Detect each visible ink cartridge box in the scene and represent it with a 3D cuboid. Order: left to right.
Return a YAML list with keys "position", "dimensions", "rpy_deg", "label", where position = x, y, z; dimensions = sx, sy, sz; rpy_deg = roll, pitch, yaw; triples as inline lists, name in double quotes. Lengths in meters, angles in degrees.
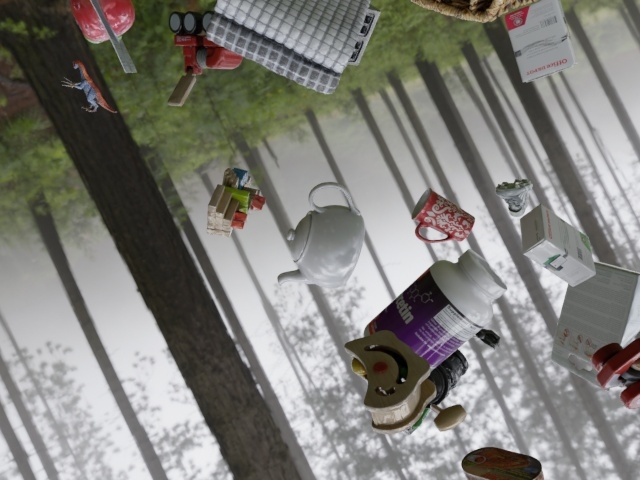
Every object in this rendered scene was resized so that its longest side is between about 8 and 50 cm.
- position: [0.470, -0.426, 1.309]
  dimensions: [0.109, 0.150, 0.063]
  rpy_deg: [-14, -171, 32]
  label: "ink cartridge box"
- position: [0.716, 0.014, 1.866]
  dimensions: [0.092, 0.220, 0.160]
  rpy_deg: [-44, -156, 41]
  label: "ink cartridge box"
- position: [0.935, 0.272, 2.056]
  dimensions: [0.091, 0.384, 0.308]
  rpy_deg: [9, -174, -16]
  label: "ink cartridge box"

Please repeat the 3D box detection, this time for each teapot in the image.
- position: [0.000, 0.000, 1.710]
  dimensions: [0.187, 0.255, 0.252]
  rpy_deg: [18, 158, -14]
  label: "teapot"

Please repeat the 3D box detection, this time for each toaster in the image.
- position: [0.058, -0.583, 1.683]
  dimensions: [0.186, 0.110, 0.168]
  rpy_deg: [-9, 132, -46]
  label: "toaster"

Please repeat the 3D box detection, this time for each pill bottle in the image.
- position: [0.263, 0.171, 1.410]
  dimensions: [0.323, 0.181, 0.181]
  rpy_deg: [-46, 172, 19]
  label: "pill bottle"

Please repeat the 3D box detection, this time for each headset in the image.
- position: [0.334, 0.371, 1.666]
  dimensions: [0.243, 0.185, 0.393]
  rpy_deg: [-26, 139, -54]
  label: "headset"

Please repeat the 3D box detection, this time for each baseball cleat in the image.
- position: [0.532, -0.113, 1.678]
  dimensions: [0.072, 0.109, 0.206]
  rpy_deg: [11, -164, 37]
  label: "baseball cleat"

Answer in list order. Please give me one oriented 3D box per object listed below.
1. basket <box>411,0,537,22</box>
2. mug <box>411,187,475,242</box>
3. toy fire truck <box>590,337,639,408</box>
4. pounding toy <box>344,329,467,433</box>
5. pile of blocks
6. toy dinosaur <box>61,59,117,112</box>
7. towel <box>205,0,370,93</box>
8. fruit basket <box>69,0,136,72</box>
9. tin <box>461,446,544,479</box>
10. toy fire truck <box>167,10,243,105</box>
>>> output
- position: [0.266, -0.534, 1.071]
  dimensions: [0.223, 0.213, 0.299]
  rpy_deg: [-19, 143, -2]
  label: "basket"
- position: [0.375, -0.059, 1.914]
  dimensions: [0.150, 0.169, 0.113]
  rpy_deg: [-60, -174, 17]
  label: "mug"
- position: [0.924, 0.320, 1.710]
  dimensions: [0.303, 0.169, 0.253]
  rpy_deg: [-4, 132, -20]
  label: "toy fire truck"
- position: [0.149, 0.315, 1.227]
  dimensions: [0.154, 0.154, 0.269]
  rpy_deg: [-29, -147, -17]
  label: "pounding toy"
- position: [-0.214, -0.124, 1.712]
  dimensions: [0.113, 0.148, 0.362]
  rpy_deg: [14, -157, 0]
  label: "pile of blocks"
- position: [-0.396, -0.265, 1.050]
  dimensions: [0.090, 0.082, 0.047]
  rpy_deg: [-2, -156, -28]
  label: "toy dinosaur"
- position: [-0.048, -0.391, 1.058]
  dimensions: [0.121, 0.235, 0.283]
  rpy_deg: [122, -12, -45]
  label: "towel"
- position: [-0.432, -0.463, 1.098]
  dimensions: [0.166, 0.352, 0.327]
  rpy_deg: [-21, -160, -7]
  label: "fruit basket"
- position: [0.396, 0.504, 1.344]
  dimensions: [0.106, 0.040, 0.190]
  rpy_deg: [-20, -171, -36]
  label: "tin"
- position: [-0.320, -0.489, 1.669]
  dimensions: [0.217, 0.246, 0.159]
  rpy_deg: [16, -159, 38]
  label: "toy fire truck"
